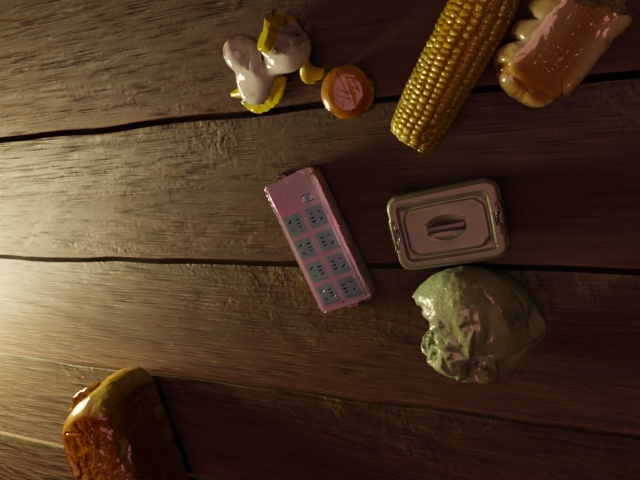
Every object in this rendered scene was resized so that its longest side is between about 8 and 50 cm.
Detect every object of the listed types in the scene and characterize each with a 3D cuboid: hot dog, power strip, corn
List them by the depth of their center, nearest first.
[{"bbox_3d":[0.182,-0.244,0.710,0.093,0.093,0.244,31,117,10],"label":"corn"},{"bbox_3d":[0.000,0.000,0.903,0.109,0.037,0.278,-21,99,28],"label":"power strip"},{"bbox_3d":[-0.471,0.500,1.191,0.223,0.185,0.405,-8,104,23],"label":"hot dog"}]

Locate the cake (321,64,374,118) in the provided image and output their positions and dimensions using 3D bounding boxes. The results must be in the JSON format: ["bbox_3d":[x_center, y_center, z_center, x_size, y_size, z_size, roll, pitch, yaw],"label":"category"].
[{"bbox_3d":[0.044,-0.234,0.800,0.084,0.044,0.084,6,109,19],"label":"cake"}]

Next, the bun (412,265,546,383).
[{"bbox_3d":[0.233,0.142,0.774,0.204,0.126,0.212,-32,120,33],"label":"bun"}]

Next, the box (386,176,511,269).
[{"bbox_3d":[0.200,-0.031,0.778,0.172,0.093,0.124,-9,103,25],"label":"box"}]

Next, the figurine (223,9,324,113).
[{"bbox_3d":[-0.091,-0.281,0.818,0.178,0.109,0.129,-19,122,30],"label":"figurine"}]

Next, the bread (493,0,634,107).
[{"bbox_3d":[0.305,-0.262,0.652,0.119,0.084,0.177,30,116,-11],"label":"bread"}]
